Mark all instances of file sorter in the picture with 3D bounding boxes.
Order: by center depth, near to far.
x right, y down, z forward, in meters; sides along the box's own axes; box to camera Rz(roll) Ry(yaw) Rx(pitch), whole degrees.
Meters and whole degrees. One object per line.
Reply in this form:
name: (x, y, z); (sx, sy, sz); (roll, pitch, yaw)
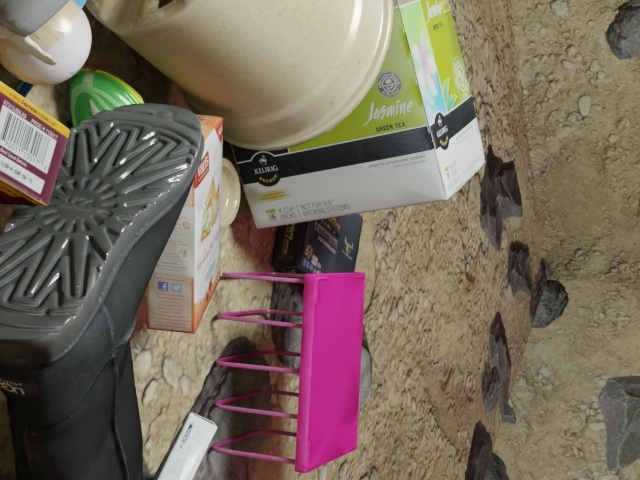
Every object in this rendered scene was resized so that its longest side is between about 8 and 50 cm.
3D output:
file sorter: (-0.054, 0.192, 1.530); (0.202, 0.182, 0.291); (3, 90, -66)

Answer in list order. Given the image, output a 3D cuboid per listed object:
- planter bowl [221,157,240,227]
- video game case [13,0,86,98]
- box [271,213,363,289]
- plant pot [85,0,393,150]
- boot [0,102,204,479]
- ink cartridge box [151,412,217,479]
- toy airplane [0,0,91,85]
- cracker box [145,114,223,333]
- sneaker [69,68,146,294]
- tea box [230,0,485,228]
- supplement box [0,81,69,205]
planter bowl: (-0.179, -0.067, 1.335); (0.162, 0.109, 0.162); (1, 90, -65)
video game case: (-0.293, -0.210, 1.045); (0.015, 0.166, 0.119); (30, 58, -22)
box: (0.000, 0.000, 1.773); (0.232, 0.059, 0.184); (42, 53, -58)
plant pot: (-0.121, -0.307, 1.186); (0.305, 0.333, 0.334); (19, 74, -62)
boot: (-0.230, 0.122, 1.065); (0.445, 0.146, 0.367); (91, 20, -44)
ink cartridge box: (-0.216, 0.360, 1.224); (0.223, 0.045, 0.224); (-60, -175, 48)
toy airplane: (-0.263, -0.272, 0.830); (0.272, 0.384, 0.386); (66, 33, -25)
cracker box: (-0.166, -0.024, 1.192); (0.156, 0.067, 0.232); (-75, 169, -65)
sneaker: (-0.258, -0.058, 1.170); (0.123, 0.109, 0.296); (-34, 123, -64)
tea box: (0.039, -0.218, 1.480); (0.220, 0.328, 0.324); (-40, 119, -57)
supplement box: (-0.344, -0.089, 0.893); (0.104, 0.188, 0.081); (41, 57, -58)
